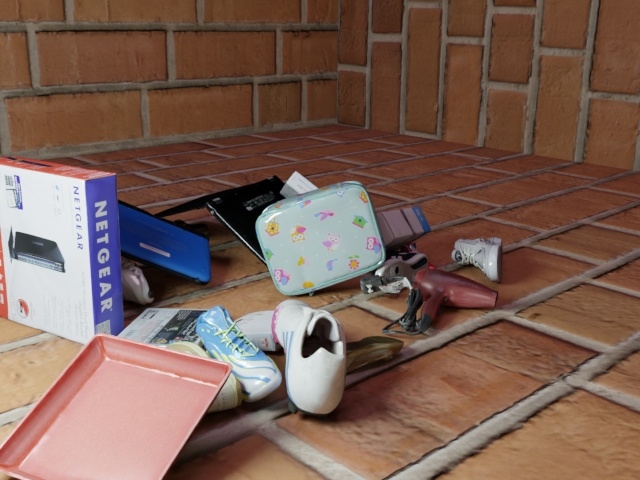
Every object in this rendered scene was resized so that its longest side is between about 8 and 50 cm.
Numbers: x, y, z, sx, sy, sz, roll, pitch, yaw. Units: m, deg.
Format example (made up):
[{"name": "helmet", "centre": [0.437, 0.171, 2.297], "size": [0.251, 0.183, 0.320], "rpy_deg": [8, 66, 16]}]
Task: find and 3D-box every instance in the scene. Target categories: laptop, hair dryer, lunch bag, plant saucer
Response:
[{"name": "laptop", "centre": [-0.232, -0.029, 2.077], "size": [0.408, 0.236, 0.382], "rpy_deg": [44, 28, 8]}, {"name": "hair dryer", "centre": [0.244, 0.140, 1.607], "size": [0.293, 0.080, 0.223], "rpy_deg": [-10, 35, -14]}, {"name": "lunch bag", "centre": [0.000, 0.000, 1.703], "size": [0.279, 0.224, 0.108], "rpy_deg": [-18, 13, 5]}, {"name": "plant saucer", "centre": [-0.286, 0.258, 1.060], "size": [0.258, 0.048, 0.259], "rpy_deg": [8, 43, 24]}]

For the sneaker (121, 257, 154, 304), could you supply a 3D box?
[{"name": "sneaker", "centre": [-0.485, 0.091, 1.682], "size": [0.292, 0.110, 0.118], "rpy_deg": [21, 49, 38]}]

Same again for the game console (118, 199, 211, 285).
[{"name": "game console", "centre": [-0.425, 0.023, 1.756], "size": [0.293, 0.173, 0.250], "rpy_deg": [23, 31, -26]}]

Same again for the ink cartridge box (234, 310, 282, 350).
[{"name": "ink cartridge box", "centre": [-0.118, 0.181, 1.497], "size": [0.179, 0.045, 0.145], "rpy_deg": [-10, 8, 37]}]

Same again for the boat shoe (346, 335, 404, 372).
[{"name": "boat shoe", "centre": [0.092, 0.211, 1.383], "size": [0.153, 0.048, 0.056], "rpy_deg": [-6, 12, -42]}]

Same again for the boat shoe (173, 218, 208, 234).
[{"name": "boat shoe", "centre": [-0.393, -0.029, 2.116], "size": [0.178, 0.060, 0.064], "rpy_deg": [-14, 22, -40]}]

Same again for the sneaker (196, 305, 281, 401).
[{"name": "sneaker", "centre": [-0.156, 0.186, 1.273], "size": [0.091, 0.126, 0.240], "rpy_deg": [-37, 25, -21]}]

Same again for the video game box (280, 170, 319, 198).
[{"name": "video game box", "centre": [-0.017, -0.102, 2.030], "size": [0.187, 0.048, 0.205], "rpy_deg": [40, -8, -4]}]

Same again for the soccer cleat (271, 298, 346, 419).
[{"name": "soccer cleat", "centre": [-0.008, 0.163, 1.283], "size": [0.116, 0.143, 0.331], "rpy_deg": [13, 21, -15]}]

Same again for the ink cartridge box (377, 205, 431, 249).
[{"name": "ink cartridge box", "centre": [0.175, -0.017, 1.929], "size": [0.139, 0.082, 0.191], "rpy_deg": [-33, -14, 34]}]

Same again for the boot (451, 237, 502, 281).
[{"name": "boot", "centre": [0.391, 0.047, 1.870], "size": [0.123, 0.095, 0.258], "rpy_deg": [-1, 7, 15]}]

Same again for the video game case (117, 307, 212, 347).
[{"name": "video game case", "centre": [-0.299, 0.178, 1.484], "size": [0.173, 0.022, 0.190], "rpy_deg": [0, 16, 10]}]

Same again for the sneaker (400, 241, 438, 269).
[{"name": "sneaker", "centre": [0.246, 0.043, 1.888], "size": [0.118, 0.067, 0.042], "rpy_deg": [16, 22, 42]}]

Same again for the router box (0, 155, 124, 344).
[{"name": "router box", "centre": [-0.535, 0.014, 1.491], "size": [0.301, 0.335, 0.082], "rpy_deg": [10, 18, 30]}]

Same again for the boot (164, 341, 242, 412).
[{"name": "boot", "centre": [-0.251, 0.238, 1.216], "size": [0.165, 0.077, 0.213], "rpy_deg": [-16, 24, -38]}]

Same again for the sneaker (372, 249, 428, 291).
[{"name": "sneaker", "centre": [0.157, 0.071, 1.796], "size": [0.121, 0.079, 0.217], "rpy_deg": [7, 11, 36]}]
